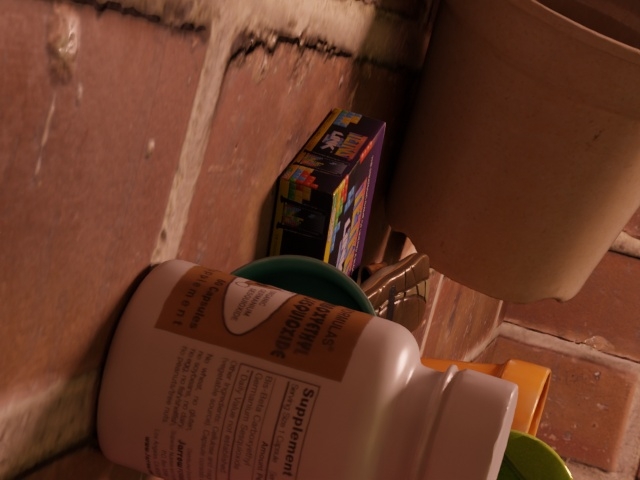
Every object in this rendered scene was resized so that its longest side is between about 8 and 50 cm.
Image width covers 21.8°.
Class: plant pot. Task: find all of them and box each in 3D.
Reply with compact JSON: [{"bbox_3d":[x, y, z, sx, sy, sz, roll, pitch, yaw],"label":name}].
[{"bbox_3d":[0.215,-0.118,1.626,0.305,0.334,0.334,-66,173,27],"label":"plant pot"},{"bbox_3d":[0.179,0.236,2.148,0.205,0.188,0.205,17,90,-78],"label":"plant pot"}]

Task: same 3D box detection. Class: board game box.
[{"bbox_3d":[0.000,0.000,1.332,0.141,0.048,0.170,-54,158,-56],"label":"board game box"}]

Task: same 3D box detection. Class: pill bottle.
[{"bbox_3d":[-0.005,0.102,0.991,0.131,0.229,0.131,16,90,-79],"label":"pill bottle"}]

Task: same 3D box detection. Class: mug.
[{"bbox_3d":[-0.033,0.083,1.147,0.097,0.158,0.129,63,20,-77],"label":"mug"}]

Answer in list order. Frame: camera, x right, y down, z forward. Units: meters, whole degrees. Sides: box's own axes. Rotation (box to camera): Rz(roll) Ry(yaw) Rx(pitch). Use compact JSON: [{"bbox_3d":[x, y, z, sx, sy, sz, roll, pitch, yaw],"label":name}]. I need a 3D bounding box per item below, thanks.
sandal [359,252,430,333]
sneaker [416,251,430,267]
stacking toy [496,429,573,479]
[{"bbox_3d":[0.046,0.049,1.404,0.180,0.049,0.072,-22,125,-58],"label":"sandal"},{"bbox_3d":[0.139,-0.077,1.859,0.118,0.083,0.222,155,-54,-80],"label":"sneaker"},{"bbox_3d":[0.069,0.277,1.499,0.130,0.279,0.309,92,18,-74],"label":"stacking toy"}]
